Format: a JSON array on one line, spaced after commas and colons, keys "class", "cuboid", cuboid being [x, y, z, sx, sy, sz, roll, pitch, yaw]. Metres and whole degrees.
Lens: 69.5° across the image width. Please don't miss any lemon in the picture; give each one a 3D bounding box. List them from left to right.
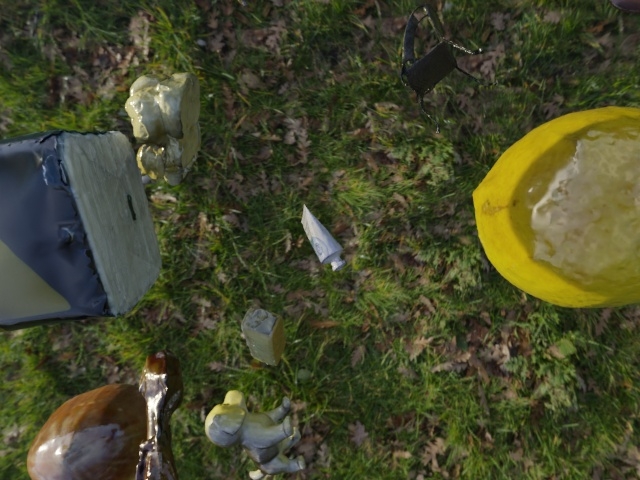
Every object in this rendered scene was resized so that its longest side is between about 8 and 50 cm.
[{"class": "lemon", "cuboid": [0.309, -0.034, 0.537, 0.234, 0.288, 0.233, 1, 82, -5]}]

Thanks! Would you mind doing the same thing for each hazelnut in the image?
[{"class": "hazelnut", "cuboid": [-0.381, 0.342, 0.788, 0.176, 0.214, 0.214, 45, 110, 12]}]

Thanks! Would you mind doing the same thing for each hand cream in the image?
[{"class": "hand cream", "cuboid": [0.000, 0.000, 0.937, 0.053, 0.084, 0.142, -32, 74, -18]}]

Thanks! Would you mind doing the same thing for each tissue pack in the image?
[{"class": "tissue pack", "cuboid": [-0.493, -0.008, 0.683, 0.418, 0.253, 0.263, -8, 106, 1]}]

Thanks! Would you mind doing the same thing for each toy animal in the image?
[{"class": "toy animal", "cuboid": [-0.126, 0.406, 0.969, 0.169, 0.121, 0.233, -26, 118, 2]}]

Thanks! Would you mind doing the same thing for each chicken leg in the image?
[{"class": "chicken leg", "cuboid": [-0.192, 0.279, 0.546, 0.113, 0.093, 0.304, -46, 41, 47]}]

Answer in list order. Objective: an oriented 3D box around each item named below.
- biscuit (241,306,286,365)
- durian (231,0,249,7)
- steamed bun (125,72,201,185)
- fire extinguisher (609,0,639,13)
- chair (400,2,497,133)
[{"class": "biscuit", "cuboid": [-0.092, 0.161, 0.757, 0.056, 0.188, 0.052, 20, 62, 8]}, {"class": "durian", "cuboid": [-0.131, -0.384, 0.623, 0.140, 0.110, 0.071, 46, 76, -15]}, {"class": "steamed bun", "cuboid": [-0.273, -0.209, 0.807, 0.106, 0.192, 0.177, 8, 134, -4]}, {"class": "fire extinguisher", "cuboid": [0.514, -0.464, 0.691, 0.115, 0.337, 0.135, 5, 131, 40]}, {"class": "chair", "cuboid": [0.231, -0.359, 0.929, 0.149, 0.174, 0.213, -34, 57, 20]}]
